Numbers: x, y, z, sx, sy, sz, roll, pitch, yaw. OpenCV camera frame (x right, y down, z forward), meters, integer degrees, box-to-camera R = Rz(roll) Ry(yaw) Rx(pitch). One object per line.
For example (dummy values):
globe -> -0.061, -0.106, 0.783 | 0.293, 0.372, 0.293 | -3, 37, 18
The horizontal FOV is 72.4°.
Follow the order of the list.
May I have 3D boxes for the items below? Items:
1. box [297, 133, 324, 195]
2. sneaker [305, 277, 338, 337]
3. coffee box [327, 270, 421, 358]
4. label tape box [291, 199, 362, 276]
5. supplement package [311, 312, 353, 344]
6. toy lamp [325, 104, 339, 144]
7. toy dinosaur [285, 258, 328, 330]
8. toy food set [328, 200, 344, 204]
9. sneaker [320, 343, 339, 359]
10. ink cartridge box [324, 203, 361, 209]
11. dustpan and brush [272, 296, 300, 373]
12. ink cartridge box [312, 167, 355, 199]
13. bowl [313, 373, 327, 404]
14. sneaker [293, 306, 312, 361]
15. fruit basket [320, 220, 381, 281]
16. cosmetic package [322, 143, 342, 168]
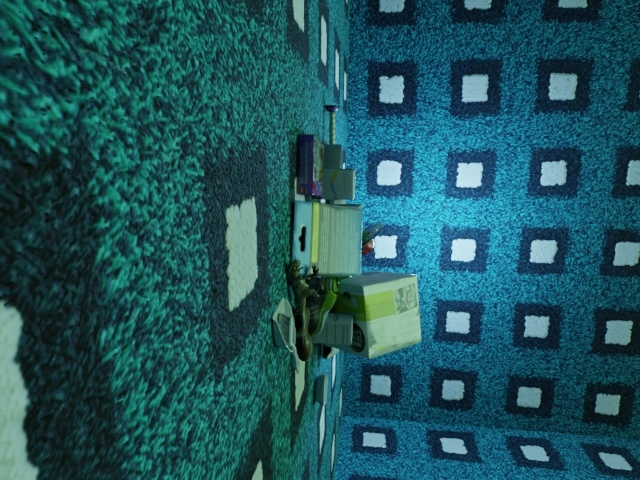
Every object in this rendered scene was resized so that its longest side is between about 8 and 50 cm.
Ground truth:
box -> -0.032, -0.263, 1.591 | 0.293, 0.057, 0.201 | -30, 120, -82
sneaker -> -0.029, 0.234, 1.563 | 0.111, 0.121, 0.300 | -84, -169, -53
coffee box -> 0.240, 0.342, 2.111 | 0.337, 0.337, 0.335 | 0, -84, 56
label tape box -> 0.000, 0.000, 1.538 | 0.347, 0.115, 0.250 | 4, 88, -44
supplement package -> 0.052, 0.386, 1.918 | 0.105, 0.179, 0.105 | -59, 150, -76
toy lamp -> 0.059, -0.525, 2.165 | 0.080, 0.080, 0.275 | -56, 148, -76
toy dinosaur -> -0.044, 0.152, 1.394 | 0.118, 0.064, 0.268 | -28, 124, -29
toy food set -> 0.090, -0.249, 2.512 | 0.306, 0.092, 0.220 | 96, -2, -73
sneaker -> 0.049, 0.471, 2.237 | 0.129, 0.110, 0.298 | -32, 121, -67
ink cartridge box -> 0.091, -0.109, 2.033 | 0.273, 0.198, 0.115 | -45, 135, -80
dustpan and brush -> -0.090, 0.284, 1.246 | 0.147, 0.060, 0.211 | -65, 155, -72
ink cartridge box -> 0.060, -0.240, 1.843 | 0.128, 0.176, 0.128 | -55, 146, -77
bowl -> 0.002, 0.715, 2.103 | 0.142, 0.053, 0.142 | 70, 23, -69
sneaker -> -0.071, 0.317, 1.467 | 0.071, 0.066, 0.189 | -4, 91, -66
fruit basket -> 0.139, 0.034, 2.021 | 0.353, 0.165, 0.327 | -46, -178, 13
cosmetic package -> 0.047, -0.317, 2.028 | 0.127, 0.107, 0.238 | 84, 7, -63
